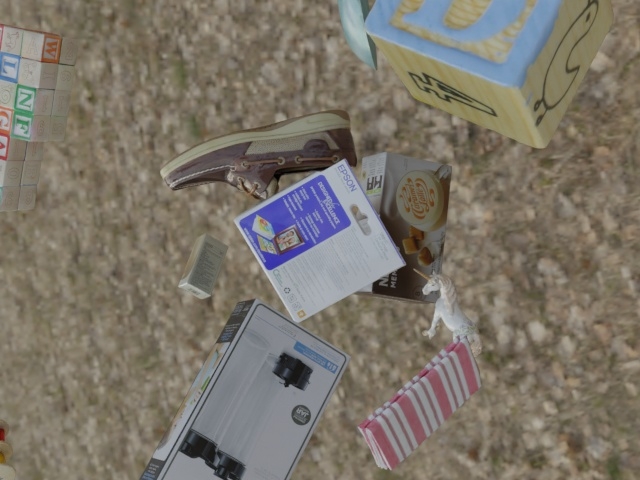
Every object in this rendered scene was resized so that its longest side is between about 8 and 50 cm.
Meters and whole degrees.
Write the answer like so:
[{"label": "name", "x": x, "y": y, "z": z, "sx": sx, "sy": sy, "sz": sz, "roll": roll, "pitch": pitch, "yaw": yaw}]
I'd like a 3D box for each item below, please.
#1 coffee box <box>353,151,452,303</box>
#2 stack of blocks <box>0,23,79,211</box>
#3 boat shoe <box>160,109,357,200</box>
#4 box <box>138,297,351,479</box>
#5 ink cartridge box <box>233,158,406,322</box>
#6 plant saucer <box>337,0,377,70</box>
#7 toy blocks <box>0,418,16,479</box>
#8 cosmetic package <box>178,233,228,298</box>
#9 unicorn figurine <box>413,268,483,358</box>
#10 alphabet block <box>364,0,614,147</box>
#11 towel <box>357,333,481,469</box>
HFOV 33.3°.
[{"label": "coffee box", "x": 0.139, "y": -0.019, "z": 1.883, "sx": 0.098, "sy": 0.141, "sz": 0.247, "roll": -8, "pitch": 74, "yaw": 64}, {"label": "stack of blocks", "x": -0.512, "y": -0.202, "z": 1.767, "sx": 0.171, "sy": 0.087, "sz": 0.297, "roll": 16, "pitch": 100, "yaw": 24}, {"label": "boat shoe", "x": -0.104, "y": -0.124, "z": 1.841, "sx": 0.123, "sy": 0.342, "sz": 0.123, "roll": 52, "pitch": -157, "yaw": -84}, {"label": "box", "x": -0.100, "y": 0.245, "z": 1.458, "sx": 0.290, "sy": 0.169, "sz": 0.087, "roll": -60, "pitch": 16, "yaw": -17}, {"label": "ink cartridge box", "x": 0.000, "y": 0.000, "z": 1.732, "sx": 0.206, "sy": 0.208, "sz": 0.045, "roll": 60, "pitch": -173, "yaw": -13}, {"label": "plant saucer", "x": 0.049, "y": -0.342, "z": 1.570, "sx": 0.195, "sy": 0.037, "sz": 0.195, "roll": -10, "pitch": -90, "yaw": -81}, {"label": "toy blocks", "x": -0.547, "y": 0.359, "z": 1.765, "sx": 0.123, "sy": 0.054, "sz": 0.148, "roll": -62, "pitch": 34, "yaw": 27}, {"label": "cosmetic package", "x": -0.231, "y": 0.051, "z": 2.121, "sx": 0.041, "sy": 0.060, "sz": 0.115, "roll": -22, "pitch": 43, "yaw": 53}, {"label": "unicorn figurine", "x": 0.201, "y": 0.122, "z": 1.687, "sx": 0.162, "sy": 0.060, "sz": 0.111, "roll": 42, "pitch": 132, "yaw": 18}, {"label": "alphabet block", "x": 0.194, "y": -0.244, "z": 1.198, "sx": 0.193, "sy": 0.197, "sz": 0.192, "roll": 29, "pitch": 88, "yaw": 25}, {"label": "towel", "x": 0.140, "y": 0.223, "z": 1.477, "sx": 0.029, "sy": 0.197, "sz": 0.144, "roll": 41, "pitch": 165, "yaw": 34}]
